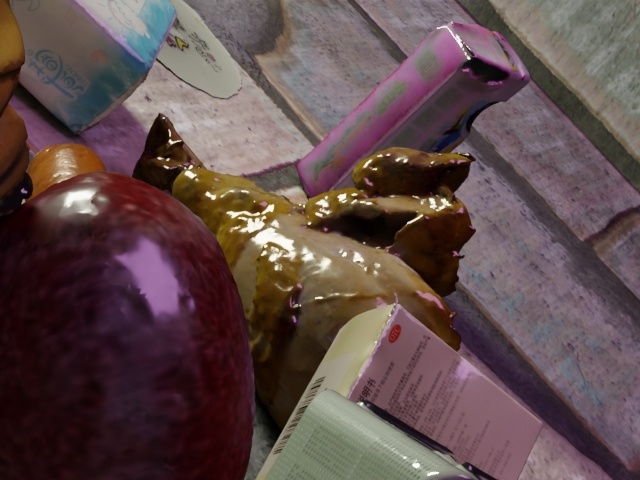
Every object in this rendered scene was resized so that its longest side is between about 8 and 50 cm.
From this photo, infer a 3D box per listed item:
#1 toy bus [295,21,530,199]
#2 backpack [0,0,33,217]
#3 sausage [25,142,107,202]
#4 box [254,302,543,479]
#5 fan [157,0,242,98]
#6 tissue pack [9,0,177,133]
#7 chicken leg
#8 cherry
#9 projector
[{"bbox_3d":[0.102,-0.129,2.023,0.112,0.274,0.090,20,33,-50],"label":"toy bus"},{"bbox_3d":[-0.334,-0.075,0.983,0.378,0.354,0.201,-66,155,-67],"label":"backpack"},{"bbox_3d":[-0.202,-0.016,1.476,0.076,0.076,0.197,33,21,-30],"label":"sausage"},{"bbox_3d":[0.051,0.184,1.389,0.168,0.095,0.212,41,58,-16],"label":"box"},{"bbox_3d":[-0.232,-0.279,2.050,0.415,0.012,0.233,26,26,-45],"label":"fan"},{"bbox_3d":[-0.275,-0.248,1.710,0.271,0.124,0.201,45,17,-16],"label":"tissue pack"},{"bbox_3d":[0.000,0.000,1.615,0.409,0.295,0.182,42,-3,28],"label":"chicken leg"},{"bbox_3d":[-0.151,0.088,1.128,0.300,0.230,0.203,65,7,9],"label":"cherry"},{"bbox_3d":[0.029,0.242,1.170,0.163,0.242,0.177,31,-4,-32],"label":"projector"}]
